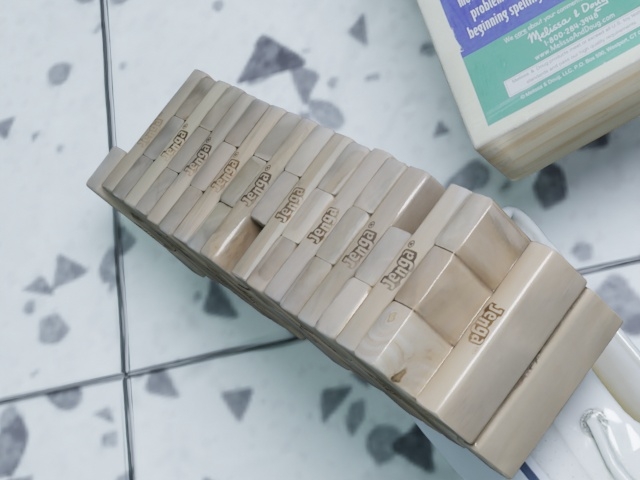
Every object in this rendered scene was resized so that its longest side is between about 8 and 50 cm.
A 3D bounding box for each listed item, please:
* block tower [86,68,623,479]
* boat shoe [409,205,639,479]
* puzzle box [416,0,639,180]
[{"bbox_3d":[0.000,0.000,0.809,0.097,0.091,0.335,-52,34,-8],"label":"block tower"},{"bbox_3d":[0.181,0.112,0.748,0.156,0.136,0.367,-50,53,14],"label":"boat shoe"},{"bbox_3d":[0.214,-0.237,0.773,0.409,0.052,0.272,-28,60,19],"label":"puzzle box"}]
